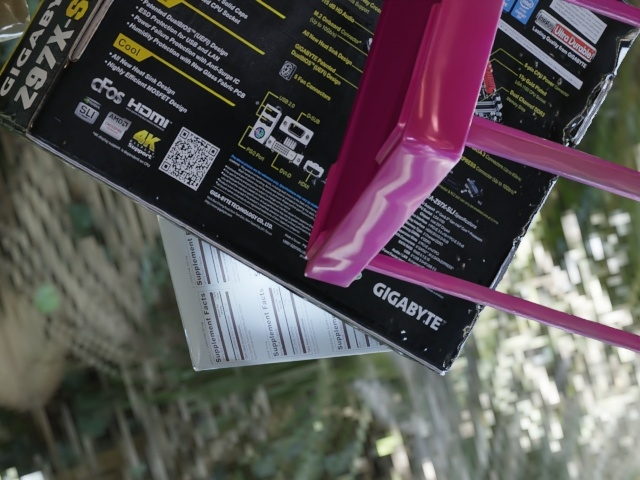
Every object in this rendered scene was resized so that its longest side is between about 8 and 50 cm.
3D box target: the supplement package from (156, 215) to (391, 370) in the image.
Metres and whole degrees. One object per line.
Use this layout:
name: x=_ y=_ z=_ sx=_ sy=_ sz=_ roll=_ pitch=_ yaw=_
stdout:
supplement package: x=0.000 y=0.000 z=1.568 sx=0.203 sy=0.149 sz=0.194 roll=-7 pitch=-164 yaw=18

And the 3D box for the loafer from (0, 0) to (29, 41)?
loafer: x=-0.263 y=-0.222 z=1.536 sx=0.050 sy=0.148 sz=0.056 roll=9 pitch=155 yaw=-26

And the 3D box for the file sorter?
file sorter: x=0.131 y=-0.115 z=0.677 sx=0.182 sy=0.290 sz=0.202 roll=17 pitch=166 yaw=-5

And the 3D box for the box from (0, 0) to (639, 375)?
box: x=0.007 y=-0.102 z=1.085 sx=0.322 sy=0.257 sz=0.079 roll=30 pitch=176 yaw=-31
